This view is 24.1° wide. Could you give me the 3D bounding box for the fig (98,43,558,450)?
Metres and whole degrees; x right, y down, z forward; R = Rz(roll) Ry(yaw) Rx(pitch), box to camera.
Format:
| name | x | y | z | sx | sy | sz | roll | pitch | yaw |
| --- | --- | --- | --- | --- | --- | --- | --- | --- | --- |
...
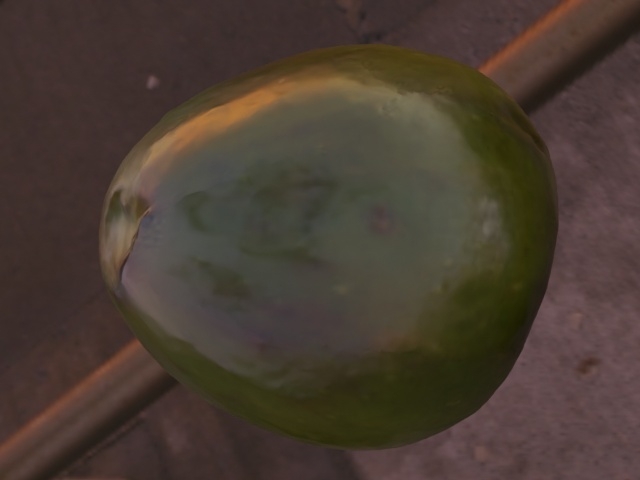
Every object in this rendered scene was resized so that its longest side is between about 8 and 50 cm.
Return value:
| name | x | y | z | sx | sy | sz | roll | pitch | yaw |
| --- | --- | --- | --- | --- | --- | --- | --- | --- | --- |
| fig | 0.000 | 0.000 | 0.657 | 0.181 | 0.191 | 0.181 | 9 | 100 | 63 |
